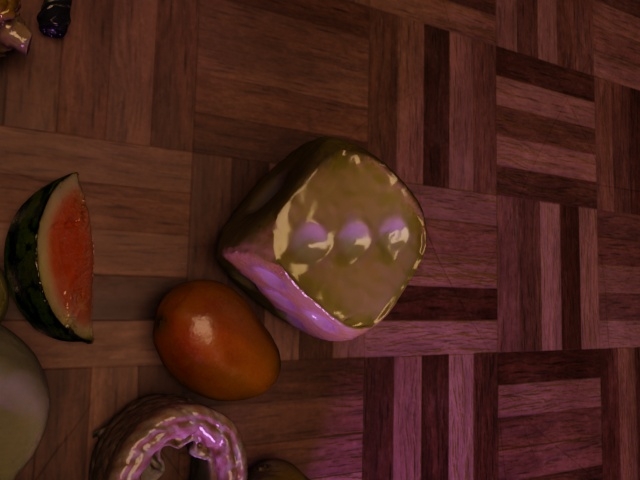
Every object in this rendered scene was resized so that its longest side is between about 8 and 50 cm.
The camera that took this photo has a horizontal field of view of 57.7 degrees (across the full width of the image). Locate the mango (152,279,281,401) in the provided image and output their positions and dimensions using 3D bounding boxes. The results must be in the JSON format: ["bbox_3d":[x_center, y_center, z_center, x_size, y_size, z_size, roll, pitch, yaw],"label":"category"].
[{"bbox_3d":[-0.152,0.158,0.864,0.151,0.120,0.221,-46,115,-25],"label":"mango"}]

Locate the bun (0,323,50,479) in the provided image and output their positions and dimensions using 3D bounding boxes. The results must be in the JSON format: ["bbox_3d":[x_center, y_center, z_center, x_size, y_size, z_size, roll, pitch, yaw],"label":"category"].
[{"bbox_3d":[-0.461,0.182,0.651,0.283,0.179,0.283,-17,125,-26],"label":"bun"}]

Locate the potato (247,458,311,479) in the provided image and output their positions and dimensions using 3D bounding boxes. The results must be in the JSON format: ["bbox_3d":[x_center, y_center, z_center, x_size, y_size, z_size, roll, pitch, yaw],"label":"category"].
[{"bbox_3d":[-0.069,0.427,0.862,0.154,0.200,0.137,43,112,-6],"label":"potato"}]

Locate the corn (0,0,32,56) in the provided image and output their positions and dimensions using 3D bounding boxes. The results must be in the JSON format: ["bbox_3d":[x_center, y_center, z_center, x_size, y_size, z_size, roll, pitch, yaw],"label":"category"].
[{"bbox_3d":[-0.518,-0.337,0.698,0.347,0.130,0.130,30,72,-23],"label":"corn"}]

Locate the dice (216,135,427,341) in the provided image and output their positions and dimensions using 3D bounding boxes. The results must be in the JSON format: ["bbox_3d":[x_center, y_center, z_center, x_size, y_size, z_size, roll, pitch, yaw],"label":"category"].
[{"bbox_3d":[0.000,0.000,0.900,0.233,0.227,0.238,44,68,-19],"label":"dice"}]

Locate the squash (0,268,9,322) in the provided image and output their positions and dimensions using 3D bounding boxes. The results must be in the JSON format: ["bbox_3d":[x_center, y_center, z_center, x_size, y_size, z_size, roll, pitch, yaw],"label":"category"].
[{"bbox_3d":[-0.464,0.001,0.727,0.083,0.083,0.250,-21,95,-29],"label":"squash"}]

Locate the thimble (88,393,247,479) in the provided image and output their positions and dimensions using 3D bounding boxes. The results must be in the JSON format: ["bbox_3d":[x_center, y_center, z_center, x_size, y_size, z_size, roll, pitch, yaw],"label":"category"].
[{"bbox_3d":[-0.210,0.334,0.804,0.196,0.148,0.229,-10,91,-32],"label":"thimble"}]

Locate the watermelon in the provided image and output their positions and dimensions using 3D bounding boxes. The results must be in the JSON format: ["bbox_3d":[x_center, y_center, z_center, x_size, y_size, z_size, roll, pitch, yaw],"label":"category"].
[{"bbox_3d":[-0.361,0.028,0.795,0.119,0.063,0.245,-4,87,-60],"label":"watermelon"}]

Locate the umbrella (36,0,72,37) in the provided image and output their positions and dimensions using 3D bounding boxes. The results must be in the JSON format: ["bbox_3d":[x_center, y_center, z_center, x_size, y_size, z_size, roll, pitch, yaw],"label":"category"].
[{"bbox_3d":[-0.370,-0.384,0.827,0.050,0.046,0.188,24,70,-66],"label":"umbrella"}]
